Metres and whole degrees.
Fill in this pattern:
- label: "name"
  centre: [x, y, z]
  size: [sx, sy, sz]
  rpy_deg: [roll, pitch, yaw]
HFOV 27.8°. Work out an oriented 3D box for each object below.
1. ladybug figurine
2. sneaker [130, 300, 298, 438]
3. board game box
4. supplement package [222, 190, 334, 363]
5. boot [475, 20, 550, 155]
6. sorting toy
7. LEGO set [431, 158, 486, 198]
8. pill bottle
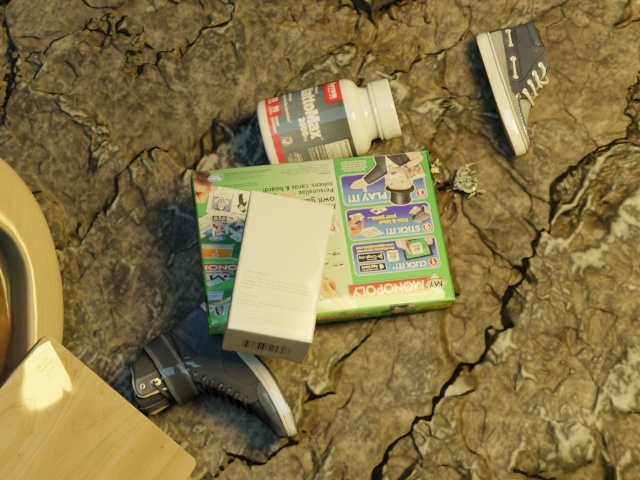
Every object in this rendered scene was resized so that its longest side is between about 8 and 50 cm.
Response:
- label: "ladybug figurine"
  centre: [-0.494, 0.086, 1.672]
  size: [0.305, 0.162, 0.449]
  rpy_deg: [6, 80, -34]
- label: "sneaker"
  centre: [-0.143, 0.197, 1.648]
  size: [0.163, 0.086, 0.226]
  rpy_deg: [-33, 59, -14]
- label: "board game box"
  centre: [0.000, 0.000, 1.679]
  size: [0.317, 0.046, 0.213]
  rpy_deg: [-5, 71, -8]
- label: "supplement package"
  centre: [-0.053, 0.045, 1.575]
  size: [0.105, 0.105, 0.179]
  rpy_deg: [11, 69, -3]
- label: "boot"
  centre: [0.272, -0.209, 1.731]
  size: [0.086, 0.069, 0.190]
  rpy_deg: [-16, 68, 7]
- label: "sorting toy"
  centre: [-0.332, 0.297, 1.588]
  size: [0.255, 0.089, 0.257]
  rpy_deg: [44, 65, -15]
- label: "LEGO set"
  centre: [0.183, -0.083, 1.729]
  size: [0.083, 0.023, 0.054]
  rpy_deg: [8, 73, 12]
- label: "pill bottle"
  centre: [0.013, -0.158, 1.739]
  size: [0.180, 0.108, 0.108]
  rpy_deg: [-15, 70, 4]
